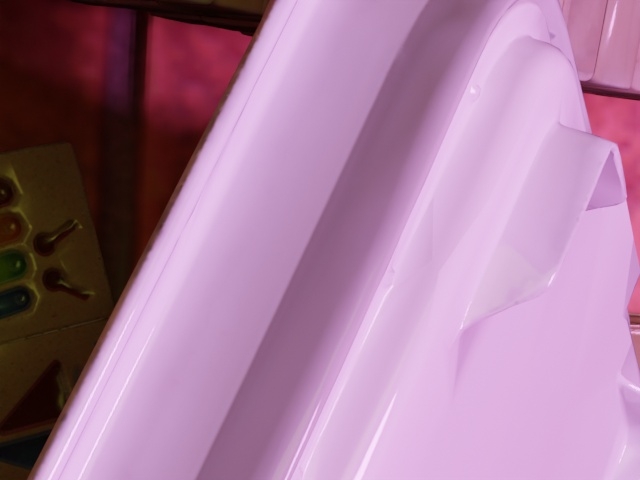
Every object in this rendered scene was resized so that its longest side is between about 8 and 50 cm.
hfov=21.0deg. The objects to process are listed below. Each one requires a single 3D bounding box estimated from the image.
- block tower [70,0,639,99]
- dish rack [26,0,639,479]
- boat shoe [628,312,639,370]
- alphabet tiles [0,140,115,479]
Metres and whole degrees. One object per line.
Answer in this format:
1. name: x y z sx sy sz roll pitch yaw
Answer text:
1. block tower: 0.020 -0.098 0.496 0.335 0.097 0.091 6 95 -38
2. dish rack: 0.007 0.114 0.419 0.072 0.285 0.333 16 69 23
3. boat shoe: 0.143 0.053 0.602 0.135 0.045 0.050 14 76 -20
4. alphabet tiles: -0.209 0.087 0.469 0.342 0.011 0.285 -14 87 -24
